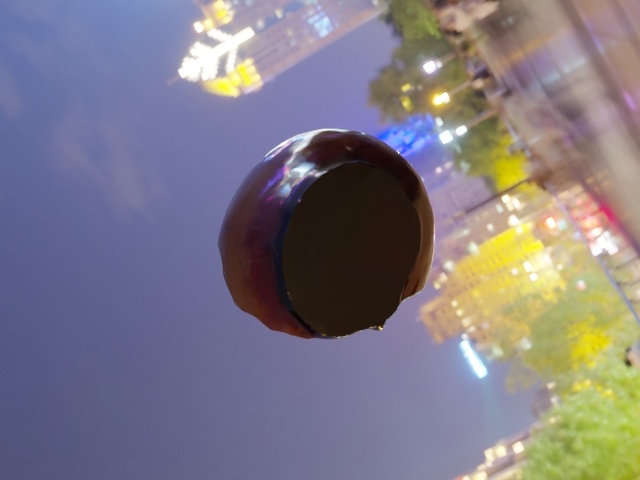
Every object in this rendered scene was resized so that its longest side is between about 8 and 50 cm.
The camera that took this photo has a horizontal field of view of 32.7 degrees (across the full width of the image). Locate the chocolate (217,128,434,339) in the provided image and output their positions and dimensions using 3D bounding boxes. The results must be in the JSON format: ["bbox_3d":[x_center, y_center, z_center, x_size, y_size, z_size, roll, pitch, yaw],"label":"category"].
[{"bbox_3d":[0.000,0.000,0.636,0.124,0.127,0.133,40,168,-22],"label":"chocolate"}]
